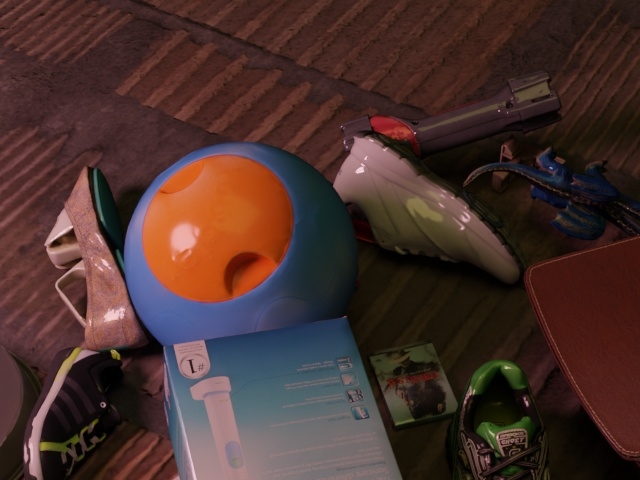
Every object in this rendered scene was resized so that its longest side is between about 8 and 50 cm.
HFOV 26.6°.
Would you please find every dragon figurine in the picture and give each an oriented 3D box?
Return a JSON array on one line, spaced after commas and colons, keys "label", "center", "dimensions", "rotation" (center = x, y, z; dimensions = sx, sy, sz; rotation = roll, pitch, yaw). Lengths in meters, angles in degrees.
[{"label": "dragon figurine", "center": [0.349, -0.057, 1.827], "dimensions": [0.289, 0.085, 0.144], "rotation": [13, 22, -22]}]

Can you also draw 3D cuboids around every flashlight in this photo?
[{"label": "flashlight", "center": [0.184, -0.163, 1.925], "dimensions": [0.304, 0.103, 0.103], "rotation": [-18, 65, 4]}]

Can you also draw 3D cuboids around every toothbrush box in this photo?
[{"label": "toothbrush box", "center": [-0.039, 0.246, 1.460], "dimensions": [0.216, 0.126, 0.296], "rotation": [-9, 50, -14]}]

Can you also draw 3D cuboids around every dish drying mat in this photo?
[{"label": "dish drying mat", "center": [0.052, -0.014, 1.895], "dimensions": [0.083, 0.008, 0.032], "rotation": [18, 50, 17]}]

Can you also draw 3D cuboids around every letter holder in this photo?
[{"label": "letter holder", "center": [0.380, 0.161, 1.621], "dimensions": [0.214, 0.152, 0.302], "rotation": [-14, 47, -9]}]

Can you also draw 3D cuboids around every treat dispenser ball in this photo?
[{"label": "treat dispenser ball", "center": [-0.097, 0.022, 1.671], "dimensions": [0.288, 0.288, 0.288], "rotation": [-1, 46, 1]}]

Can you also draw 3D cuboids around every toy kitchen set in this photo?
[{"label": "toy kitchen set", "center": [0.297, -0.107, 1.934], "dimensions": [0.075, 0.068, 0.083], "rotation": [27, 53, 25]}]

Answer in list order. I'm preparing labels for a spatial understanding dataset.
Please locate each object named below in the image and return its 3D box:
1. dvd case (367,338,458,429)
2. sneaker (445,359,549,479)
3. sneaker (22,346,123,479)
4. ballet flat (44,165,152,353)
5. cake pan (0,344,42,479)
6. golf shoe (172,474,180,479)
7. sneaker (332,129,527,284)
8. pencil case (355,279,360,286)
[{"label": "dvd case", "center": [0.116, 0.180, 1.702], "dimensions": [0.087, 0.013, 0.119], "rotation": [-11, 46, -9]}, {"label": "sneaker", "center": [0.197, 0.284, 1.508], "dimensions": [0.134, 0.146, 0.344], "rotation": [-4, 47, -2]}, {"label": "sneaker", "center": [-0.290, 0.216, 1.631], "dimensions": [0.097, 0.084, 0.235], "rotation": [4, 46, 4]}, {"label": "ballet flat", "center": [-0.309, 0.024, 1.809], "dimensions": [0.106, 0.108, 0.316], "rotation": [-23, 48, -1]}, {"label": "cake pan", "center": [-0.486, 0.216, 1.659], "dimensions": [0.293, 0.054, 0.293], "rotation": [-1, 46, 1]}, {"label": "golf shoe", "center": [-0.128, 0.270, 1.574], "dimensions": [0.176, 0.086, 0.069], "rotation": [-30, 54, -23]}, {"label": "sneaker", "center": [0.147, -0.027, 1.843], "dimensions": [0.297, 0.129, 0.111], "rotation": [36, 15, 11]}, {"label": "pencil case", "center": [0.000, 0.000, 1.843], "dimensions": [0.064, 0.070, 0.152], "rotation": [-41, 47, 18]}]
